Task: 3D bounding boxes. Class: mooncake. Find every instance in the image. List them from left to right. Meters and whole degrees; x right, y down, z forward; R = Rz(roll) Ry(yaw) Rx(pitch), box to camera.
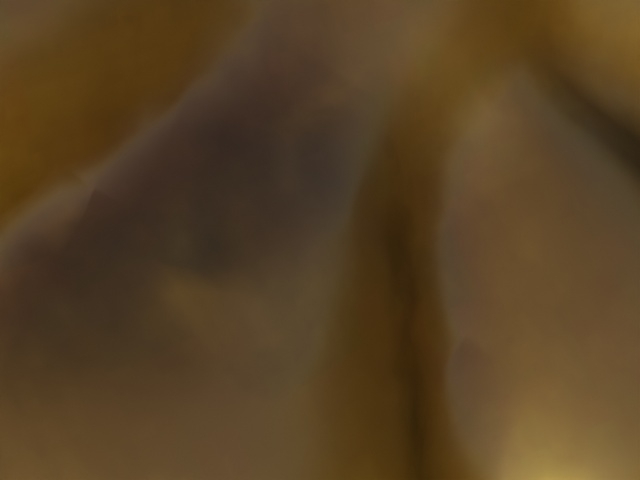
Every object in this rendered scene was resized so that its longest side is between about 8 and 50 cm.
[{"bbox_3d":[-0.020,-0.076,0.500,0.467,0.467,0.262,-54,18,-19],"label":"mooncake"}]
